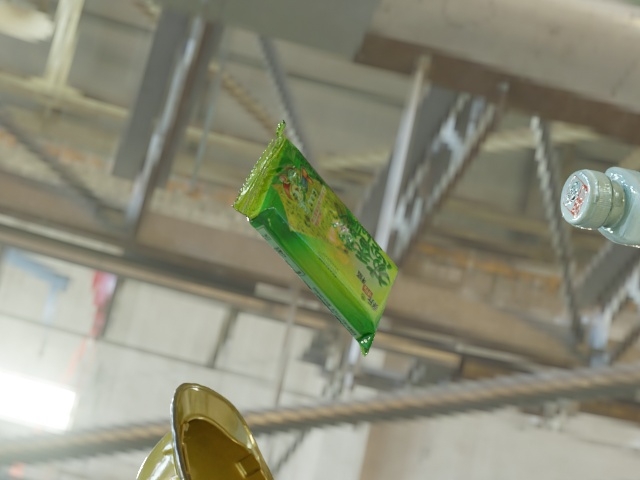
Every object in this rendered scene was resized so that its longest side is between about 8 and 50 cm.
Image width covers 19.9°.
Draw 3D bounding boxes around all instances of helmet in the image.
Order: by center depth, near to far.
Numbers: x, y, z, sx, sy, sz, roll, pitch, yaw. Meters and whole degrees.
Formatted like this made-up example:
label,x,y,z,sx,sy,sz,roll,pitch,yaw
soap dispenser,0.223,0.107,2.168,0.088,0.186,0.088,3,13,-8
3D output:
label,x,y,z,sx,sy,sz,roll,pitch,yaw
helmet,-0.139,0.299,1.971,0.140,0.257,0.205,-33,-31,18

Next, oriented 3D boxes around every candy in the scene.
label,x,y,z,sx,sy,sz,roll,pitch,yaw
candy,0.001,0.000,1.460,0.032,0.102,0.178,-22,-59,33

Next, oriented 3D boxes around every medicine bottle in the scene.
label,x,y,z,sx,sy,sz,roll,pitch,yaw
medicine bottle,0.387,-0.032,2.096,0.228,0.083,0.121,8,21,-25
